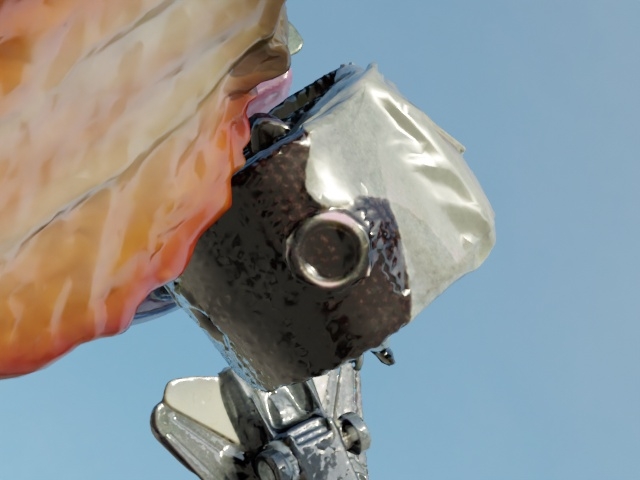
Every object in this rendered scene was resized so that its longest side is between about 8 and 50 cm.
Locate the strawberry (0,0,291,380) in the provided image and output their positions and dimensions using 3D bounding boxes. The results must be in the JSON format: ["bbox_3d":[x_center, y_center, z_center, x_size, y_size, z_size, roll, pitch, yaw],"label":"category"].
[{"bbox_3d":[-0.154,-0.061,0.653,0.149,0.336,0.265,35,-26,23],"label":"strawberry"}]

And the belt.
[{"bbox_3d":[0.000,0.000,0.951,0.164,0.184,0.289,55,-2,-7],"label":"belt"}]

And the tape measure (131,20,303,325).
[{"bbox_3d":[-0.121,-0.055,1.191,0.149,0.245,0.231,55,-14,23],"label":"tape measure"}]

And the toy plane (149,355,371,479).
[{"bbox_3d":[0.007,0.230,1.300,0.316,0.204,0.103,63,-31,10],"label":"toy plane"}]
